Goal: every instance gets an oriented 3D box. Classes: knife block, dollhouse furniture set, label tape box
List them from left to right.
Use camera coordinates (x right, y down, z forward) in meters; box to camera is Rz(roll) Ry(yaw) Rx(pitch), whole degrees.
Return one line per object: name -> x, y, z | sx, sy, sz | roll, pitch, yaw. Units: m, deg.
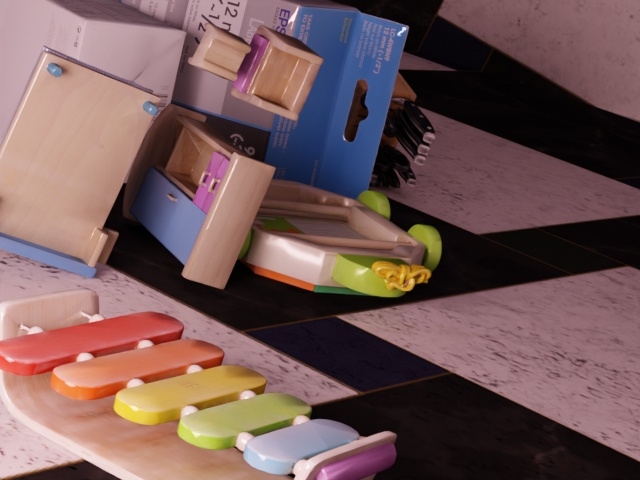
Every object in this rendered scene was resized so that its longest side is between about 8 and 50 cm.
dollhouse furniture set -> -0.214, -0.126, 1.685 | 0.303, 0.286, 0.198 | 18, 10, -32
label tape box -> -0.092, -0.195, 2.117 | 0.348, 0.249, 0.115 | 18, 15, 16
knife block -> 0.072, -0.201, 2.334 | 0.088, 0.275, 0.242 | 6, -13, -29

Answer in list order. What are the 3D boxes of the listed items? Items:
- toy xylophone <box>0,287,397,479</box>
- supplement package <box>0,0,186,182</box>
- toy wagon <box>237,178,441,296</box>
toy xylophone -> -0.090, 0.126, 1.275 | 0.323, 0.081, 0.236 | 20, 16, 21
supplement package -> -0.293, -0.192, 2.030 | 0.149, 0.194, 0.203 | 1, 20, -41
toy wagon -> 0.000, 0.000, 1.846 | 0.267, 0.068, 0.344 | 5, 18, -31
